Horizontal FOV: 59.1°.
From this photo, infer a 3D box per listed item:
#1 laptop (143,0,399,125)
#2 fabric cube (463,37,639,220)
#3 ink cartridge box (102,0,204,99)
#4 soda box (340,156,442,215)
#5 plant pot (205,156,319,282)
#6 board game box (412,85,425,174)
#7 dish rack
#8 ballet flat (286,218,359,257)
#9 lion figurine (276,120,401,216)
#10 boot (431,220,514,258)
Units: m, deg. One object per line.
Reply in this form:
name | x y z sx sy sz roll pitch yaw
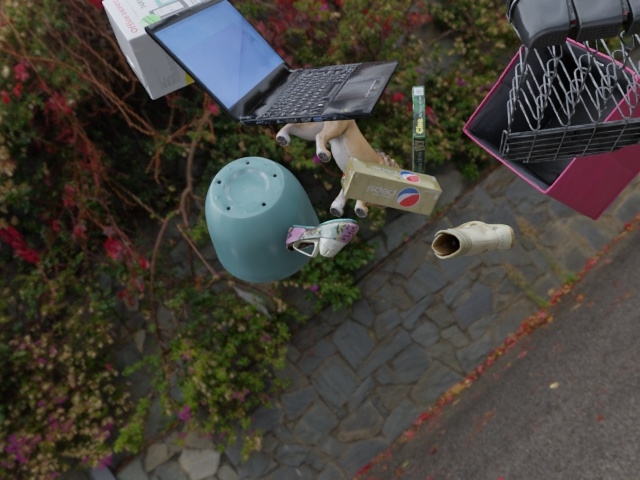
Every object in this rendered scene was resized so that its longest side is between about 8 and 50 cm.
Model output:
laptop | -0.046 -0.257 0.758 0.265 0.136 0.234 0 33 18
fabric cube | 0.513 -0.233 1.164 0.258 0.254 0.259 14 -62 -42
ink cartridge box | -0.386 -0.547 1.490 0.270 0.198 0.197 -29 -30 -14
soda box | 0.135 -0.104 1.086 0.058 0.182 0.061 -99 25 -53
plant pot | -0.161 -0.073 1.448 0.293 0.293 0.235 -36 -30 -13
board game box | 0.222 -0.210 1.278 0.031 0.136 0.259 1 -27 10
dish rack | 0.320 -0.189 0.673 0.209 0.074 0.271 -5 -26 8
ballet flat | 0.000 0.000 1.279 0.077 0.079 0.222 24 -18 -39
lion figurine | 0.069 -0.209 1.349 0.142 0.392 0.240 -2 42 41
boot | 0.406 0.002 1.659 0.204 0.095 0.262 -8 6 -23
